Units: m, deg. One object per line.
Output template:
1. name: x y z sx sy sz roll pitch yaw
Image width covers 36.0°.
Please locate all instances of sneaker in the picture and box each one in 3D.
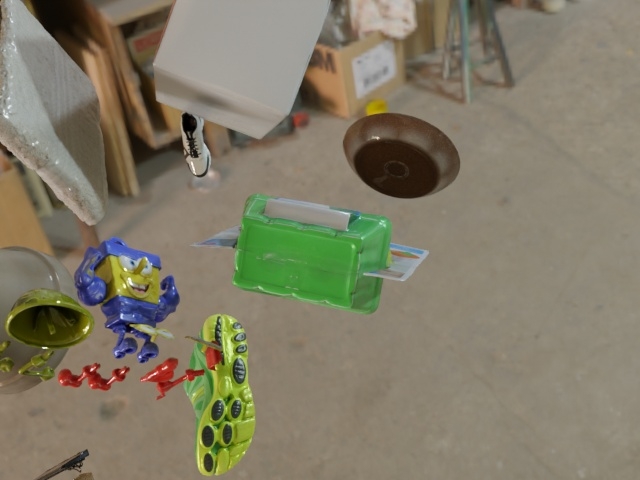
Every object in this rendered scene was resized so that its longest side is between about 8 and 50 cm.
1. sneaker: -0.192 -0.147 1.476 0.040 0.109 0.044 -9 10 8
2. sneaker: -0.187 0.287 1.811 0.109 0.123 0.295 12 63 -25

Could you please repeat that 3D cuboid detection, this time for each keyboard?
1. keyboard: -0.518 0.467 1.983 0.192 0.038 0.100 -31 0 43

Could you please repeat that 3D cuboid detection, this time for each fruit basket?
1. fruit basket: 0.000 0.000 1.578 0.327 0.165 0.353 11 15 12

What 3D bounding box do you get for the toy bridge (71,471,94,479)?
1. toy bridge: -0.358 0.462 1.570 0.026 0.188 0.063 -15 13 26

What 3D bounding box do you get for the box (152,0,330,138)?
1. box: -0.103 -0.269 1.275 0.168 0.215 0.345 20 -2 -9

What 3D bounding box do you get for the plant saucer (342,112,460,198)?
1. plant saucer: 0.128 -0.127 1.617 0.199 0.198 0.036 5 53 20

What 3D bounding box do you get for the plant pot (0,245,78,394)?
1. plant pot: -0.716 0.139 2.051 0.323 0.280 0.323 -7 70 20

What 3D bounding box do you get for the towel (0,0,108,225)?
1. towel: -0.333 -0.163 1.185 0.049 0.187 0.282 -30 43 11

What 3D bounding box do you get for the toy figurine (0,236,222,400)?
1. toy figurine: -0.334 0.089 1.497 0.191 0.363 0.217 -37 51 33
